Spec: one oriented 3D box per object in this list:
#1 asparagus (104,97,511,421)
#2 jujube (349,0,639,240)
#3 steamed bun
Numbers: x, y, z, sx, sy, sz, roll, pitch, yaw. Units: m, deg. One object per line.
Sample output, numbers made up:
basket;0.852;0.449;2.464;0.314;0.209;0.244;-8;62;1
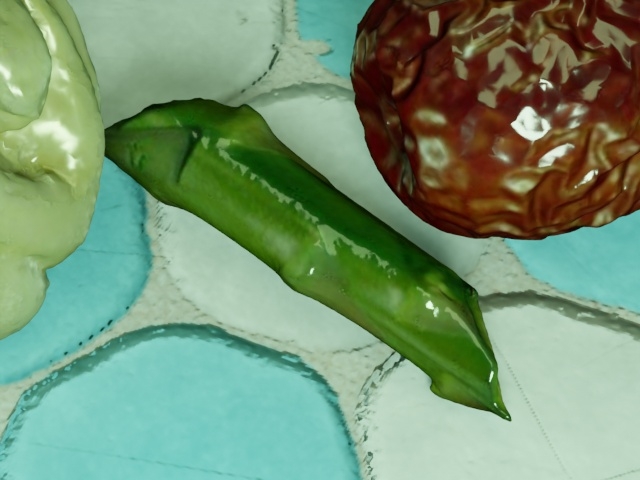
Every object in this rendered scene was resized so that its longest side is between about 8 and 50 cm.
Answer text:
asparagus;0.000;0.001;1.256;0.343;0.082;0.085;32;57;20
jujube;0.146;-0.111;1.267;0.232;0.213;0.213;-18;56;-13
steamed bun;-0.322;-0.102;1.249;0.324;0.230;0.372;-29;62;-12
